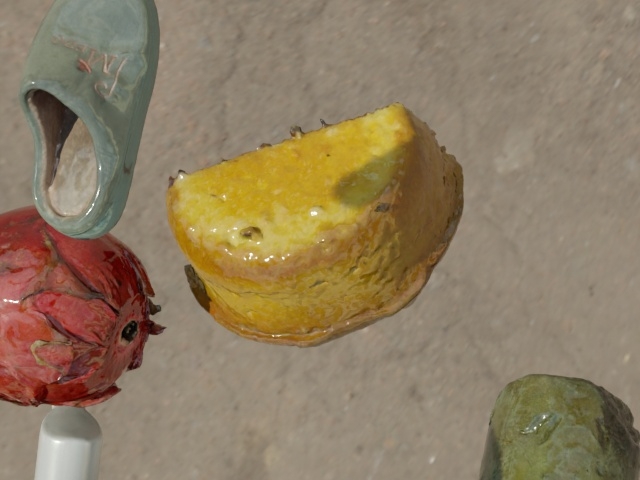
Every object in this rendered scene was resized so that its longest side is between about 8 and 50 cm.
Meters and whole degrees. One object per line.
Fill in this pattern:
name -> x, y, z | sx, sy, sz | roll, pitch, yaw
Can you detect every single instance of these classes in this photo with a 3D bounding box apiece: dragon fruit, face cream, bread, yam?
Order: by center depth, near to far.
bread -> 0.000, 0.000, 1.598 | 0.340, 0.179, 0.194 | -18, 136, 6
dragon fruit -> -0.310, 0.073, 1.625 | 0.252, 0.241, 0.241 | -2, 110, 42
face cream -> -0.298, 0.361, 1.650 | 0.145, 0.145, 0.370 | 9, 98, 19
yam -> 0.273, 0.315, 1.735 | 0.195, 0.300, 0.195 | 13, 148, 8

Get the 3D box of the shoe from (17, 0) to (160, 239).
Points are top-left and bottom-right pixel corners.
shoe -> -0.165, -0.100, 1.002 | 0.079, 0.078, 0.195 | 4, 86, 25
